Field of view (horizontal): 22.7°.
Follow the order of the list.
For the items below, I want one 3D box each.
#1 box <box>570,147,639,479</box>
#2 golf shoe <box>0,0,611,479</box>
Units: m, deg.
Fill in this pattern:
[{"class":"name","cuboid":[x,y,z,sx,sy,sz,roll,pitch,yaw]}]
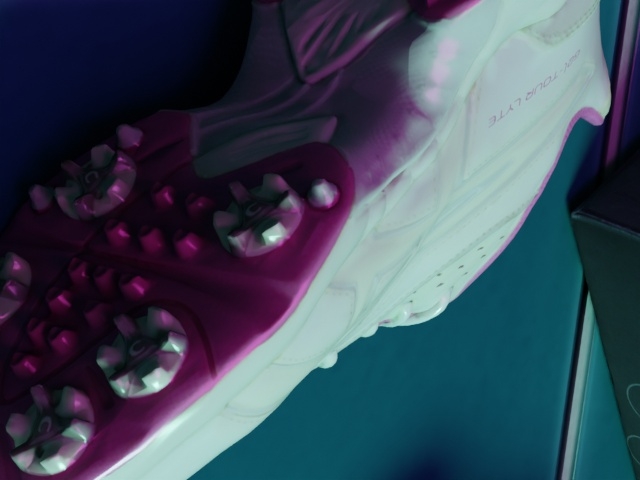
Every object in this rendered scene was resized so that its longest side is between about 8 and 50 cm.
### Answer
[{"class":"box","cuboid":[0.241,0.070,0.732,0.143,0.165,0.270,-41,130,-24]},{"class":"golf shoe","cuboid":[0.000,0.000,0.512,0.306,0.115,0.140,-48,137,-17]}]
